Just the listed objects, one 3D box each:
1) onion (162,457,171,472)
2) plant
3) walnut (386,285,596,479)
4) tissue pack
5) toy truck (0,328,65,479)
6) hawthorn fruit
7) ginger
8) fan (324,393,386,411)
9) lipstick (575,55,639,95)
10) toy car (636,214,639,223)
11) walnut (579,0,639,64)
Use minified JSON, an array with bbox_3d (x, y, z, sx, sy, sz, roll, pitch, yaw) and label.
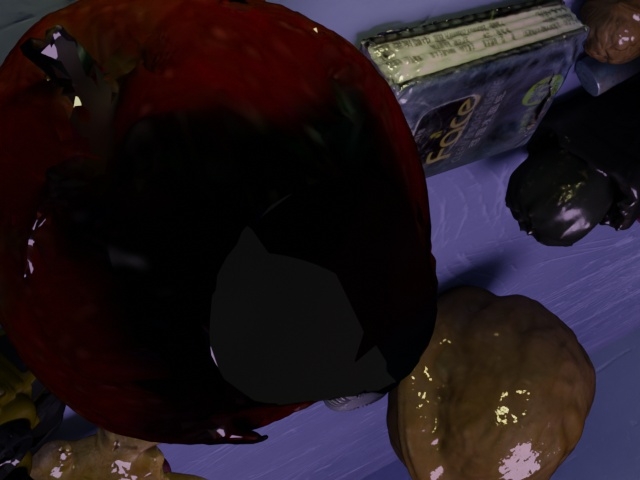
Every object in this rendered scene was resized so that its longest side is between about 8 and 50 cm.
[{"bbox_3d":[-0.299,0.402,1.278,0.150,0.140,0.150,-15,154,-8],"label":"onion"},{"bbox_3d":[0.342,-0.098,1.034,0.256,0.164,0.142,-40,158,-8],"label":"plant"},{"bbox_3d":[0.286,0.268,1.432,0.384,0.383,0.383,-26,157,-12],"label":"walnut"},{"bbox_3d":[0.126,-0.135,0.796,0.236,0.073,0.173,-19,153,-27],"label":"tissue pack"},{"bbox_3d":[-0.316,0.163,0.804,0.165,0.147,0.224,-44,166,-39],"label":"toy truck"},{"bbox_3d":[-0.068,-0.011,0.519,0.316,0.316,0.316,-26,157,-12],"label":"hawthorn fruit"},{"bbox_3d":[-0.301,0.322,1.106,0.348,0.122,0.363,-12,144,-12],"label":"ginger"},{"bbox_3d":[0.042,0.243,1.470,0.130,0.074,0.244,-24,153,12],"label":"fan"},{"bbox_3d":[0.371,-0.223,0.949,0.158,0.048,0.048,-31,157,-1],"label":"lipstick"},{"bbox_3d":[0.608,-0.135,1.194,0.340,0.271,0.240,-47,170,33],"label":"toy car"},{"bbox_3d":[0.301,-0.219,0.837,0.079,0.083,0.096,-66,159,1],"label":"walnut"}]
